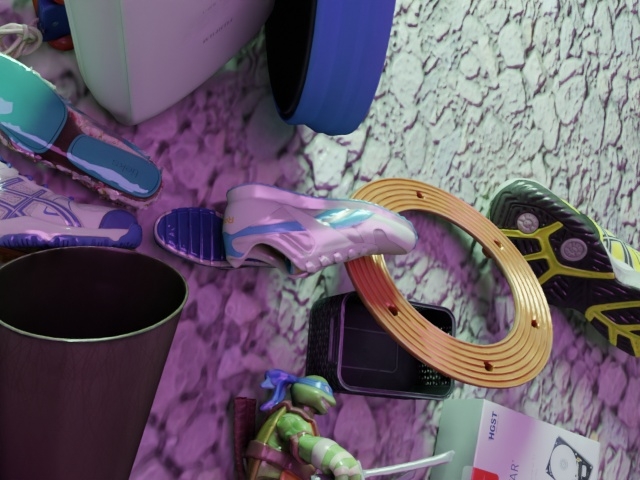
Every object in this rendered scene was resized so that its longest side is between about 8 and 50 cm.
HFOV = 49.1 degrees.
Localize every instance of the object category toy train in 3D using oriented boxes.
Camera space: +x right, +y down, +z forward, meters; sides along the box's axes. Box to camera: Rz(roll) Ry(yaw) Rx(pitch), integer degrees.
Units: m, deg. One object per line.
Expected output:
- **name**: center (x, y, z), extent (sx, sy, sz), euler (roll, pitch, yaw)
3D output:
- **toy train**: center (-0.315, -0.293, 0.778), extent (0.248, 0.105, 0.143), euler (-32, 84, -29)

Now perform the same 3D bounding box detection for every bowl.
- **bowl**: center (-0.004, -0.316, 0.798), extent (0.077, 0.391, 0.392), euler (-1, 80, -12)

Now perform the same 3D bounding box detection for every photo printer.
- **photo printer**: center (-0.146, -0.264, 0.740), extent (0.107, 0.307, 0.256), euler (43, 68, 4)

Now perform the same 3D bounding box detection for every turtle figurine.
- **turtle figurine**: center (-0.001, 0.300, 0.768), extent (0.274, 0.197, 0.266), euler (39, 67, -13)

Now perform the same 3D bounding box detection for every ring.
- **ring**: center (0.168, 0.050, 0.938), extent (0.336, 0.032, 0.337), euler (20, 44, -20)

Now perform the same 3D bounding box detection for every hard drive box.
- **hard drive box**: center (0.270, 0.340, 0.977), extent (0.232, 0.089, 0.181), euler (23, 68, -24)

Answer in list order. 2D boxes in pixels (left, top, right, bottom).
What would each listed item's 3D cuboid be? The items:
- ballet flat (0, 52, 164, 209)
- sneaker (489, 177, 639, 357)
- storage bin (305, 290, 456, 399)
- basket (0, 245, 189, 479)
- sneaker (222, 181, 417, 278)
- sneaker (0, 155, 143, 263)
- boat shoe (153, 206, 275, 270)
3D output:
- **ballet flat**: center (-0.282, -0.106, 0.761), extent (0.241, 0.077, 0.091), euler (38, 63, -21)
- **sneaker**: center (0.415, 0.034, 1.122), extent (0.384, 0.145, 0.147), euler (40, 31, -14)
- **storage bin**: center (0.081, 0.140, 0.914), extent (0.180, 0.084, 0.122), euler (12, 73, -28)
- **basket**: center (-0.228, 0.143, 0.648), extent (0.154, 0.204, 0.227), euler (21, 109, 13)
- **sneaker**: center (0.000, 0.000, 0.811), extent (0.228, 0.087, 0.092), euler (7, 73, -10)
- **sneaker**: center (-0.325, -0.045, 0.707), extent (0.296, 0.112, 0.131), euler (5, 72, -32)
- **boat shoe**: center (-0.119, 0.008, 0.836), extent (0.183, 0.066, 0.066), euler (13, 70, -33)
